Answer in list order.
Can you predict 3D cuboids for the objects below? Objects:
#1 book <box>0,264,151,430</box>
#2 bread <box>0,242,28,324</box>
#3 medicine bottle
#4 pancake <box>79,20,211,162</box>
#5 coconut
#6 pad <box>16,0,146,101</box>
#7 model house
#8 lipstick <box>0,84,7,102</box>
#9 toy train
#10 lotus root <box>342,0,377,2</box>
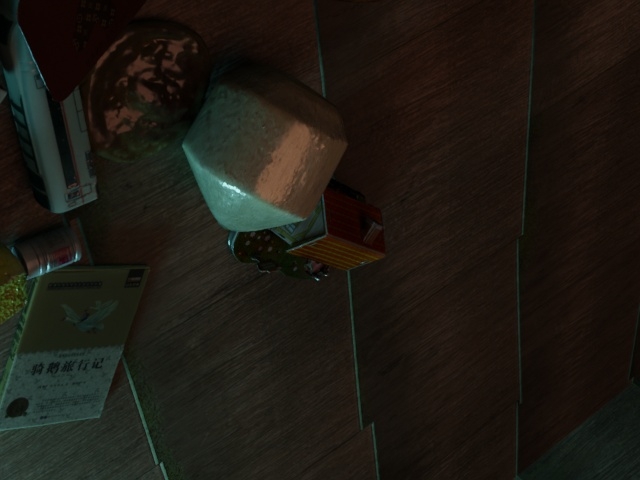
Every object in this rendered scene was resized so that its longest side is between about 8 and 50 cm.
[{"bbox_3d":[-0.416,0.177,1.898,0.217,0.021,0.310,0,119,-45],"label":"book"},{"bbox_3d":[-0.497,0.068,1.657,0.114,0.111,0.129,-30,156,-32],"label":"bread"},{"bbox_3d":[-0.417,0.018,1.738,0.091,0.058,0.058,-24,134,-31],"label":"medicine bottle"},{"bbox_3d":[-0.262,-0.224,1.710,0.242,0.050,0.242,-26,135,-30],"label":"pancake"},{"bbox_3d":[-0.095,-0.137,1.803,0.237,0.237,0.266,20,99,-51],"label":"coconut"},{"bbox_3d":[-0.307,-0.326,1.523,0.267,0.004,0.181,-61,155,-32],"label":"pad"},{"bbox_3d":[0.001,-0.001,2.072,0.294,0.154,0.207,19,103,-51],"label":"model house"},{"bbox_3d":[-0.521,-0.121,1.506,0.253,0.079,0.077,-55,142,3],"label":"lipstick"},{"bbox_3d":[-0.386,-0.224,1.560,0.088,0.086,0.407,-25,134,-26],"label":"toy train"},{"bbox_3d":[0.031,-0.449,1.755,0.284,0.146,0.160,-10,107,-49],"label":"lotus root"}]
